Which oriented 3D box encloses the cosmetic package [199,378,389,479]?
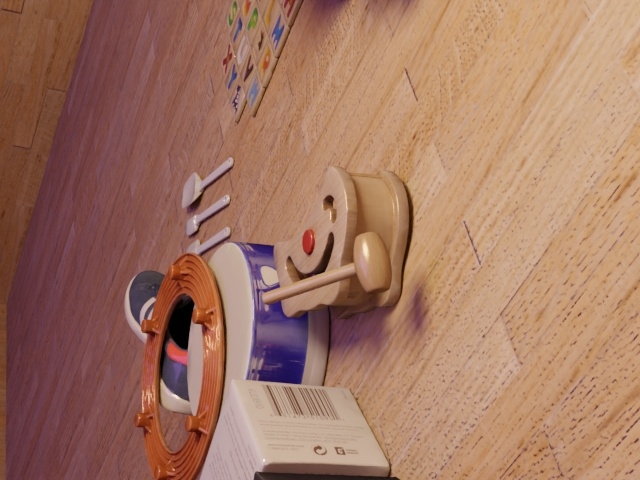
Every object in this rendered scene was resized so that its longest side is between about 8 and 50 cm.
[{"bbox_3d":[-0.038,0.275,1.258,0.151,0.151,0.184,-122,44,-56],"label":"cosmetic package"}]

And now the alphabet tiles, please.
[{"bbox_3d":[-0.095,-0.372,1.790,0.285,0.011,0.342,-106,32,-44],"label":"alphabet tiles"}]

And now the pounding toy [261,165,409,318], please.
[{"bbox_3d":[0.000,0.000,1.252,0.269,0.155,0.154,155,116,-64],"label":"pounding toy"}]

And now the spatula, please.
[{"bbox_3d":[-0.198,-0.049,1.915,0.242,0.019,0.168,150,125,-62],"label":"spatula"}]

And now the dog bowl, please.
[{"bbox_3d":[-0.088,0.136,1.482,0.265,0.104,0.265,-172,90,-68],"label":"dog bowl"}]

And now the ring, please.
[{"bbox_3d":[-0.205,0.182,1.557,0.336,0.032,0.336,-172,90,-65],"label":"ring"}]

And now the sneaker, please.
[{"bbox_3d":[-0.213,0.121,1.778,0.148,0.131,0.350,-65,33,22],"label":"sneaker"}]

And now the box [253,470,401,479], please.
[{"bbox_3d":[0.044,0.321,1.028,0.270,0.165,0.143,-160,78,-66],"label":"box"}]
